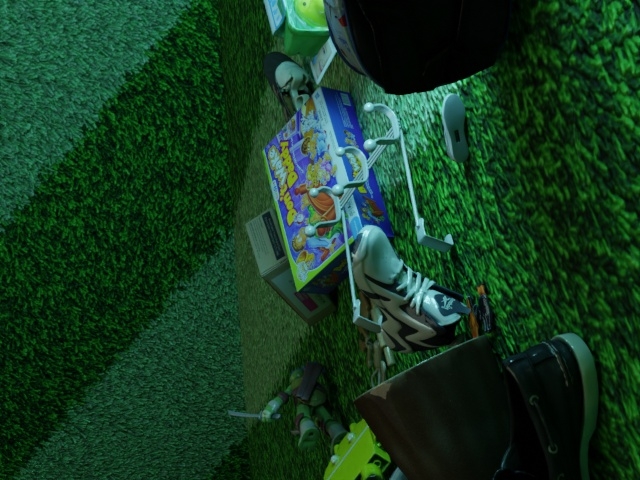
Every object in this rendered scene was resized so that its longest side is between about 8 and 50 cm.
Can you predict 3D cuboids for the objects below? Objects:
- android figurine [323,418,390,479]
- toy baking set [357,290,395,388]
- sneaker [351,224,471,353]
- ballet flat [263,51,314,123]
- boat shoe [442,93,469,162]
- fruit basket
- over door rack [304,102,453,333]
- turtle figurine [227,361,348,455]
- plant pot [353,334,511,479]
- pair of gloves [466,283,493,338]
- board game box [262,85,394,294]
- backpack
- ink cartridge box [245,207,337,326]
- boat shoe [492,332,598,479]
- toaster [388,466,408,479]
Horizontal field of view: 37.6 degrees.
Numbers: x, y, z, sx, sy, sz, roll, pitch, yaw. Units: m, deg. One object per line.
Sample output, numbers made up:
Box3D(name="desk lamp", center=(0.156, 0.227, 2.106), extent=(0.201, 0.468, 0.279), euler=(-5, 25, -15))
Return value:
Box3D(name="android figurine", center=(0.070, 0.473, 1.960), extent=(0.248, 0.056, 0.273), euler=(-55, 13, 12))
Box3D(name="toy baking set", center=(0.119, 0.228, 1.919), extent=(0.197, 0.030, 0.256), euler=(98, 160, -57))
Box3D(name="sneaker", center=(0.149, 0.077, 1.421), extent=(0.153, 0.094, 0.235), euler=(0, 120, 35))
Box3D(name="ballet flat", center=(-0.050, -0.336, 2.185), extent=(0.281, 0.095, 0.096), euler=(68, 154, 14))
Box3D(name="boat shoe", center=(0.192, -0.163, 1.368), extent=(0.035, 0.035, 0.100), euler=(-160, 56, -72))
Box3D(name="fruit basket", center=(0.001, -0.514, 1.695), extent=(0.353, 0.165, 0.327), euler=(113, 147, -59))
Box3D(name="over door rack", center=(0.078, -0.046, 1.596), extent=(0.239, 0.108, 0.324), euler=(-55, 40, 39))
Box3D(name="turtle figurine", center=(-0.047, 0.469, 2.403), extent=(0.198, 0.274, 0.266), euler=(50, 180, -31))
Box3D(name="plant pot", center=(0.192, 0.283, 1.323), extent=(0.230, 0.215, 0.215), euler=(63, 162, 14))
Box3D(name="pair of gloves", center=(0.235, 0.108, 1.391), extent=(0.083, 0.010, 0.074), euler=(121, 142, -67))
Box3D(name="board game box", center=(0.006, -0.098, 1.888), extent=(0.233, 0.078, 0.347), euler=(-44, 51, 41))
Box3D(name="backpack", center=(0.111, -0.322, 1.168), extent=(0.213, 0.276, 0.264), euler=(-122, 21, -71))
Box3D(name="ink cartridge box", center=(-0.071, 0.065, 2.258), extent=(0.235, 0.088, 0.193), euler=(50, -169, -42))
Box3D(name="boat shoe", center=(0.264, 0.280, 1.145), extent=(0.127, 0.113, 0.340), euler=(-126, 31, -62))
Box3D(name="toaster", center=(0.167, 0.439, 1.473), extent=(0.227, 0.129, 0.146), euler=(29, 135, 15))
